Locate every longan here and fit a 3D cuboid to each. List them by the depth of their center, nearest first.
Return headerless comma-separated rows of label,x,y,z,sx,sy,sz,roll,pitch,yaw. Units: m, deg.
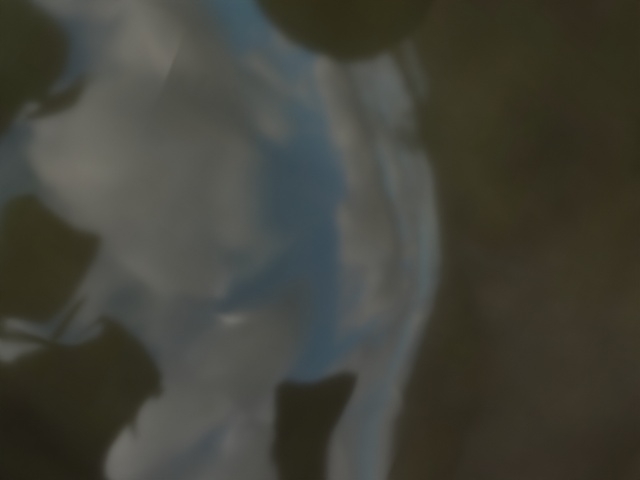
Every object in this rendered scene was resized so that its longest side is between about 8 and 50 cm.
longan,0.000,0.000,0.487,0.361,0.361,0.361,22,122,40
